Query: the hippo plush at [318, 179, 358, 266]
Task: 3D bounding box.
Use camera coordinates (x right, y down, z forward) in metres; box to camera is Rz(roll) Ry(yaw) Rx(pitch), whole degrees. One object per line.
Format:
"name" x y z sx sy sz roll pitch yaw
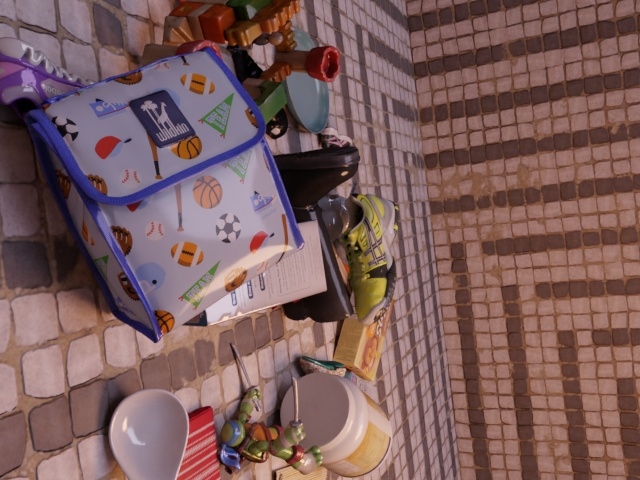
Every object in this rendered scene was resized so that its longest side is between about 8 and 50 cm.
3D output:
"hippo plush" 0.062 -0.079 1.792 0.236 0.234 0.294 32 56 -61

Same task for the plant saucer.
"plant saucer" -0.053 -0.487 1.867 0.318 0.044 0.317 -6 90 -67

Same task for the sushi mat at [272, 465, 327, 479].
"sushi mat" -0.048 0.677 1.627 0.316 0.019 0.151 24 62 -63

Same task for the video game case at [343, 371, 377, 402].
"video game case" 0.112 0.586 1.956 0.244 0.061 0.269 47 43 -56

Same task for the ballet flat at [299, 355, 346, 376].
"ballet flat" 0.007 0.387 1.751 0.241 0.091 0.077 29 81 -58

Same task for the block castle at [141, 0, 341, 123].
"block castle" -0.129 -0.383 1.284 0.453 0.213 0.303 -52 144 -33

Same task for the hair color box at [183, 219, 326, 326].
"hair color box" -0.148 0.062 1.315 0.347 0.105 0.173 -12 95 -46

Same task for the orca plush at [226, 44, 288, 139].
"orca plush" -0.134 -0.402 1.589 0.151 0.102 0.287 -54 132 -57

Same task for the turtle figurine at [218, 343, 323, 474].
"turtle figurine" -0.092 0.407 1.368 0.266 0.198 0.274 47 45 -45

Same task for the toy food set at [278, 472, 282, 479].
"toy food set" -0.151 0.643 1.360 0.128 0.071 0.217 94 12 -47

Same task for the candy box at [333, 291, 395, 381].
"candy box" 0.152 0.292 2.026 0.183 0.088 0.316 51 50 -51

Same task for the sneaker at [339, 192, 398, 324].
"sneaker" 0.115 0.046 1.641 0.147 0.145 0.384 19 57 -24

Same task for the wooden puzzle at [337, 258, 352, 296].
"wooden puzzle" 0.125 0.087 2.128 0.221 0.044 0.238 -65 142 -50

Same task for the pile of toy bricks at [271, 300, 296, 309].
"pile of toy bricks" -0.131 0.064 1.515 0.212 0.118 0.105 60 0 -15

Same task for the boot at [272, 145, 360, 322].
"boot" -0.001 0.000 1.511 0.146 0.367 0.445 -19 104 -34

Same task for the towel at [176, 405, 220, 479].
"towel" -0.260 0.483 1.184 0.199 0.031 0.274 -6 91 -66

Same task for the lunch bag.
"lunch bag" -0.244 -0.087 0.987 0.328 0.239 0.385 -32 115 -32

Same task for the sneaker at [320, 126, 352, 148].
"sneaker" 0.044 -0.323 2.038 0.178 0.072 0.077 15 83 -56

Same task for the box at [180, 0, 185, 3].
"box" -0.245 -0.585 1.359 0.257 0.123 0.128 39 51 -58

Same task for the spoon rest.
"spoon rest" -0.291 0.396 1.043 0.137 0.084 0.276 -3 89 -29

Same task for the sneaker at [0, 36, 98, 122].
"sneaker" -0.415 -0.216 0.941 0.236 0.095 0.104 23 70 -58

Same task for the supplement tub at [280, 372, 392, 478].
"supplement tub" 0.046 0.497 1.625 0.316 0.228 0.228 51 40 -51
